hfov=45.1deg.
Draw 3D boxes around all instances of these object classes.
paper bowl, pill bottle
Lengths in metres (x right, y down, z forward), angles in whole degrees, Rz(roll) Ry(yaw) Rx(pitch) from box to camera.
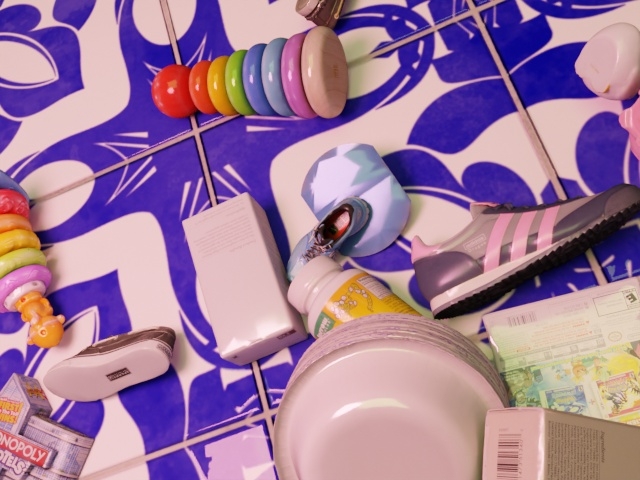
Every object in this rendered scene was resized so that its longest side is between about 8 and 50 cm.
[{"bbox_3d":[0.084,0.239,0.904,0.284,0.148,0.285,3,105,10],"label":"paper bowl"},{"bbox_3d":[0.058,0.112,1.049,0.208,0.117,0.118,39,85,26],"label":"pill bottle"}]

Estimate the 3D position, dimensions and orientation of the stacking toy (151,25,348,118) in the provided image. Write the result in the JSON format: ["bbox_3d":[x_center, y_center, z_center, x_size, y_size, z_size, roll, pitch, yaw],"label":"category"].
[{"bbox_3d":[-0.129,-0.254,1.246,0.330,0.141,0.141,-3,69,21],"label":"stacking toy"}]

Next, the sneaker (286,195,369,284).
[{"bbox_3d":[0.000,0.000,1.119,0.063,0.073,0.162,40,102,11],"label":"sneaker"}]

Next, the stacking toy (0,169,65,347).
[{"bbox_3d":[-0.501,0.050,1.250,0.175,0.166,0.302,-36,75,-11],"label":"stacking toy"}]

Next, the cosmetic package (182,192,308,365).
[{"bbox_3d":[-0.114,0.057,1.146,0.117,0.085,0.231,-23,67,9],"label":"cosmetic package"}]

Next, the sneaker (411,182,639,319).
[{"bbox_3d":[0.269,-0.018,1.034,0.318,0.112,0.131,-27,67,5],"label":"sneaker"}]

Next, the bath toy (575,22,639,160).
[{"bbox_3d":[0.466,-0.139,1.011,0.128,0.151,0.348,-8,58,-27],"label":"bath toy"}]

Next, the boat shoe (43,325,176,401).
[{"bbox_3d":[-0.317,0.185,1.174,0.219,0.078,0.070,-16,32,15],"label":"boat shoe"}]

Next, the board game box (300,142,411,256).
[{"bbox_3d":[0.057,-0.062,1.156,0.133,0.033,0.169,-36,83,15],"label":"board game box"}]

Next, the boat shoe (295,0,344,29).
[{"bbox_3d":[0.027,-0.460,1.306,0.081,0.068,0.228,-10,55,58],"label":"boat shoe"}]

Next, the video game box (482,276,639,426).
[{"bbox_3d":[0.331,0.162,0.982,0.205,0.048,0.187,-16,64,12],"label":"video game box"}]

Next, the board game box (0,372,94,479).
[{"bbox_3d":[-0.453,0.312,1.171,0.194,0.060,0.194,15,76,22],"label":"board game box"}]

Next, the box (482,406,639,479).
[{"bbox_3d":[0.312,0.255,0.837,0.275,0.094,0.113,17,70,-24],"label":"box"}]
